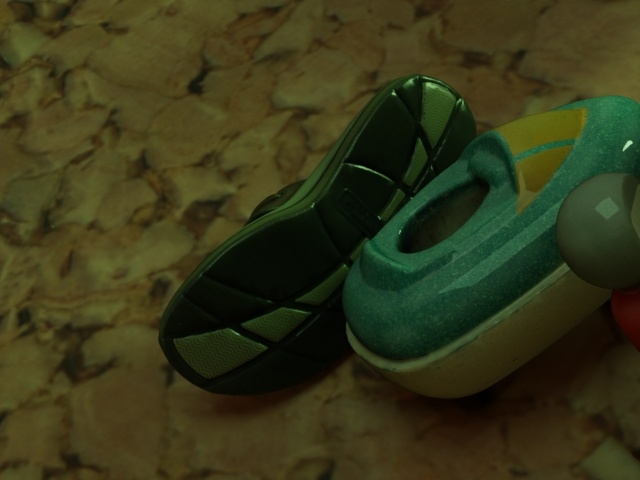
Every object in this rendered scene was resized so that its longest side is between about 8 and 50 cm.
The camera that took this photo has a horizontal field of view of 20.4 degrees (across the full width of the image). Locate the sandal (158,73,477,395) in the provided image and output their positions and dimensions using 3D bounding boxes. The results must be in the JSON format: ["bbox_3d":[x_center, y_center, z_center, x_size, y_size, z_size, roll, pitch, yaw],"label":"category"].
[{"bbox_3d":[0.002,0.000,1.321,0.303,0.120,0.086,-45,18,-21],"label":"sandal"}]

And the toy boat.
[{"bbox_3d":[0.147,-0.002,1.151,0.267,0.148,0.318,-41,23,-9],"label":"toy boat"}]
